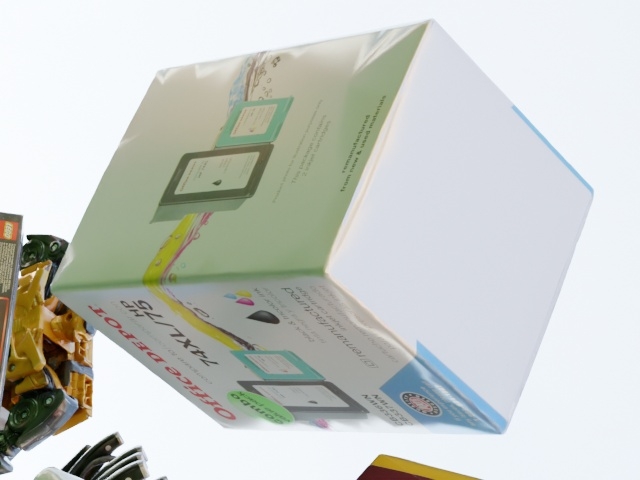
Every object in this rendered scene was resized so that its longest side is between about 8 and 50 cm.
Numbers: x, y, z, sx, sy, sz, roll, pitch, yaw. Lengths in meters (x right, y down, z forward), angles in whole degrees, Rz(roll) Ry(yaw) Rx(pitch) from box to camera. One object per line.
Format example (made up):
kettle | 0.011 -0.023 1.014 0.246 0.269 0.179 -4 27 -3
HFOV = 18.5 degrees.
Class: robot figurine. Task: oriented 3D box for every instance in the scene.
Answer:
robot figurine | -0.286 0.109 1.514 0.291 0.085 0.211 -20 -128 23

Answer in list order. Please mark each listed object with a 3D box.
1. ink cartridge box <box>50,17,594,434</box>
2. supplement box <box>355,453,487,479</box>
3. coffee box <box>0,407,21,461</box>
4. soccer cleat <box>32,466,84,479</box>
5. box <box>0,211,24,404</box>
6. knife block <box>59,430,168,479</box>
ink cartridge box | 0.000 0.000 1.325 0.270 0.198 0.197 -5 -127 45
supplement box | 0.080 0.219 0.983 0.191 0.194 0.129 12 -71 17
coffee box | -0.416 0.204 1.798 0.297 0.168 0.119 -45 -128 11
soccer cleat | -0.147 0.223 1.338 0.076 0.068 0.196 44 -22 35
box | -0.170 0.056 0.982 0.094 0.027 0.137 152 -55 -80
knife block | -0.243 0.297 1.696 0.088 0.276 0.242 46 -41 -16
